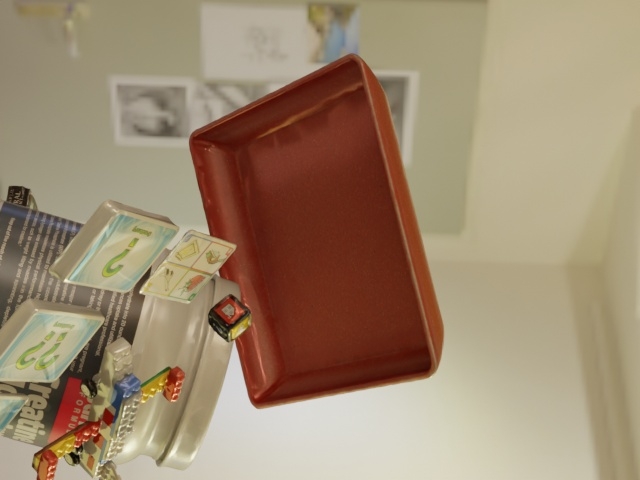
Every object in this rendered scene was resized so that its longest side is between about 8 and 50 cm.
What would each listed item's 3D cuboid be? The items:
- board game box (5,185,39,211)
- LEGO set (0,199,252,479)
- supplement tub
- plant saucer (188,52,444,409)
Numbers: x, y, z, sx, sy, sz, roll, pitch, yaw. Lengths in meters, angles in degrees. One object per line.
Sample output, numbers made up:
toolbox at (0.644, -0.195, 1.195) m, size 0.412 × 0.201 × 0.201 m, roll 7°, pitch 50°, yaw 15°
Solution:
board game box at (-0.309, 0.055, 1.430) m, size 0.126 × 0.026 × 0.186 m, roll 88°, pitch 6°, yaw -62°
LEGO set at (-0.113, 0.075, 0.830) m, size 0.182 × 0.060 × 0.244 m, roll -50°, pitch 162°, yaw 6°
supplement tub at (-0.221, 0.078, 1.187) m, size 0.191 × 0.272 × 0.191 m, roll -163°, pitch -90°, yaw -80°
plant saucer at (0.000, 0.000, 1.190) m, size 0.259 × 0.047 × 0.259 m, roll -19°, pitch -96°, yaw 52°
